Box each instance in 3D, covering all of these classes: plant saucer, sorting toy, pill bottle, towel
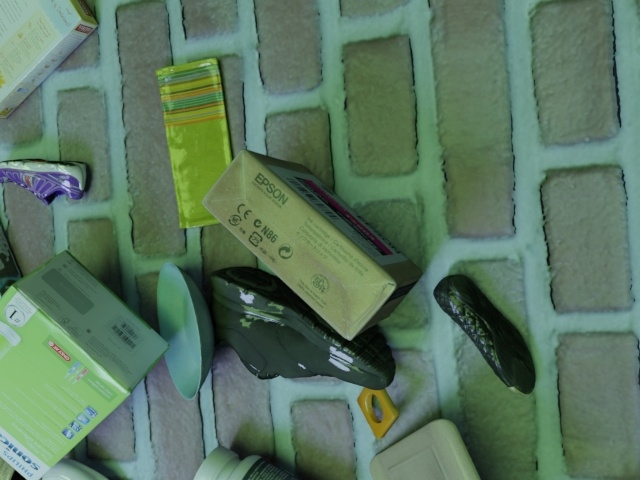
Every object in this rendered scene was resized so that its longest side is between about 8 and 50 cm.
[{"bbox_3d":[-0.185,0.124,0.885,0.195,0.037,0.194,19,113,58],"label":"plant saucer"},{"bbox_3d":[0.147,0.321,0.759,0.196,0.047,0.347,-55,51,51],"label":"sorting toy"},{"bbox_3d":[-0.082,0.360,0.863,0.180,0.108,0.108,24,101,17],"label":"pill bottle"},{"bbox_3d":[-0.178,-0.139,0.912,0.102,0.021,0.237,-8,91,21],"label":"towel"}]

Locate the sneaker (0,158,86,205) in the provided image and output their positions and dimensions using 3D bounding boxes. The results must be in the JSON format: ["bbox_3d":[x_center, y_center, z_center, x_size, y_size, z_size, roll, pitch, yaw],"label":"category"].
[{"bbox_3d":[-0.447,-0.092,0.989,0.170,0.068,0.071,6,101,19],"label":"sneaker"}]

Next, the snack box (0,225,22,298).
[{"bbox_3d":[-0.608,0.041,1.055,0.187,0.060,0.321,-26,85,20],"label":"snack box"}]

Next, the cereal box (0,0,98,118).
[{"bbox_3d":[-0.482,-0.333,0.994,0.240,0.047,0.173,-35,82,18],"label":"cereal box"}]

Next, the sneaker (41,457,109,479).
[{"bbox_3d":[-0.352,0.477,0.943,0.114,0.152,0.305,-32,82,24],"label":"sneaker"}]

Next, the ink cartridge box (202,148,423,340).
[{"bbox_3d":[0.000,0.000,0.766,0.235,0.193,0.088,42,103,12],"label":"ink cartridge box"}]

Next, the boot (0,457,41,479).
[{"bbox_3d":[-0.578,0.443,1.056,0.204,0.095,0.261,15,96,17],"label":"boot"}]

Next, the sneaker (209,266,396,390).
[{"bbox_3d":[-0.033,0.137,0.845,0.286,0.109,0.130,24,107,26],"label":"sneaker"}]

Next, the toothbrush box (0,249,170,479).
[{"bbox_3d":[-0.391,0.186,0.905,0.206,0.122,0.283,44,116,-6],"label":"toothbrush box"}]

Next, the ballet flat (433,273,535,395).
[{"bbox_3d":[0.207,0.116,0.785,0.173,0.057,0.049,56,148,10],"label":"ballet flat"}]
